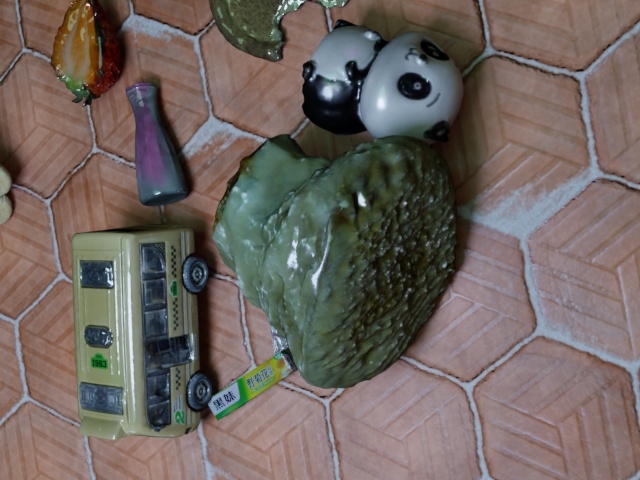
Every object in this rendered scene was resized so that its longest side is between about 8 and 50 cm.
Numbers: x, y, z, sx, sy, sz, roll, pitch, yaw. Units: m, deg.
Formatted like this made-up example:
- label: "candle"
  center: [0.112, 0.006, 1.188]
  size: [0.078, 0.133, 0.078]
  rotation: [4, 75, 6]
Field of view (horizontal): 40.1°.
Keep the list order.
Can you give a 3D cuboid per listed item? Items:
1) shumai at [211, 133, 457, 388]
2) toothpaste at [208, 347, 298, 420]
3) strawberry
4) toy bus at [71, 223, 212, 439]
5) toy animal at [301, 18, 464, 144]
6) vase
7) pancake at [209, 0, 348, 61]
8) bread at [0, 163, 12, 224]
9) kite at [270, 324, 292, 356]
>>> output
- label: "shumai"
  center: [0.000, 0.000, 1.338]
  size: [0.323, 0.324, 0.397]
  rotation: [26, 121, 35]
- label: "toothpaste"
  center: [-0.117, 0.249, 1.514]
  size: [0.178, 0.037, 0.043]
  rotation: [-35, 82, 21]
- label: "strawberry"
  center: [-0.417, -0.340, 1.592]
  size: [0.140, 0.085, 0.192]
  rotation: [-27, 76, 28]
- label: "toy bus"
  center: [-0.313, 0.157, 1.489]
  size: [0.177, 0.202, 0.365]
  rotation: [-1, 93, 33]
- label: "toy animal"
  center: [0.103, -0.233, 1.343]
  size: [0.235, 0.165, 0.187]
  rotation: [15, 56, 25]
- label: "vase"
  center: [-0.297, -0.173, 1.555]
  size: [0.086, 0.086, 0.214]
  rotation: [-17, 81, 21]
- label: "pancake"
  center: [-0.063, -0.445, 1.477]
  size: [0.288, 0.033, 0.286]
  rotation: [8, 94, 21]
- label: "bread"
  center: [-0.731, -0.099, 1.634]
  size: [0.316, 0.316, 0.054]
  rotation: [-29, 48, 20]
- label: "kite"
  center: [-0.038, 0.144, 1.498]
  size: [0.139, 0.011, 0.156]
  rotation: [32, 104, 15]
